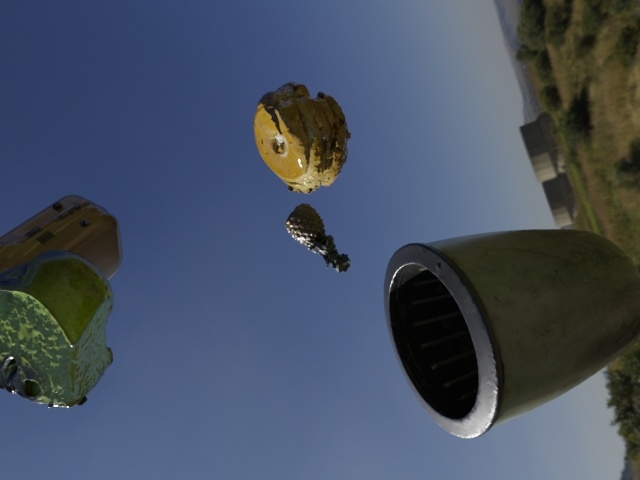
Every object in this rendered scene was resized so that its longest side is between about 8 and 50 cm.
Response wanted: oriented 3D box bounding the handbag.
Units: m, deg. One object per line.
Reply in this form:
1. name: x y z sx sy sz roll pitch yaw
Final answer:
1. handbag: -0.596 0.073 1.050 0.301 0.149 0.283 -53 -17 -38

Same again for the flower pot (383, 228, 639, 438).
1. flower pot: 0.310 0.122 0.746 0.331 0.293 0.293 -10 -101 -18

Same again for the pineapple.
1. pineapple: 0.000 0.000 1.450 0.251 0.125 0.125 46 -152 8

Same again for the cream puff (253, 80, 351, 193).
1. cream puff: -0.018 -0.125 0.560 0.104 0.119 0.133 -41 -73 -29

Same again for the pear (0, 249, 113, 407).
1. pear: -0.481 0.124 0.788 0.164 0.239 0.255 -67 -7 -66
